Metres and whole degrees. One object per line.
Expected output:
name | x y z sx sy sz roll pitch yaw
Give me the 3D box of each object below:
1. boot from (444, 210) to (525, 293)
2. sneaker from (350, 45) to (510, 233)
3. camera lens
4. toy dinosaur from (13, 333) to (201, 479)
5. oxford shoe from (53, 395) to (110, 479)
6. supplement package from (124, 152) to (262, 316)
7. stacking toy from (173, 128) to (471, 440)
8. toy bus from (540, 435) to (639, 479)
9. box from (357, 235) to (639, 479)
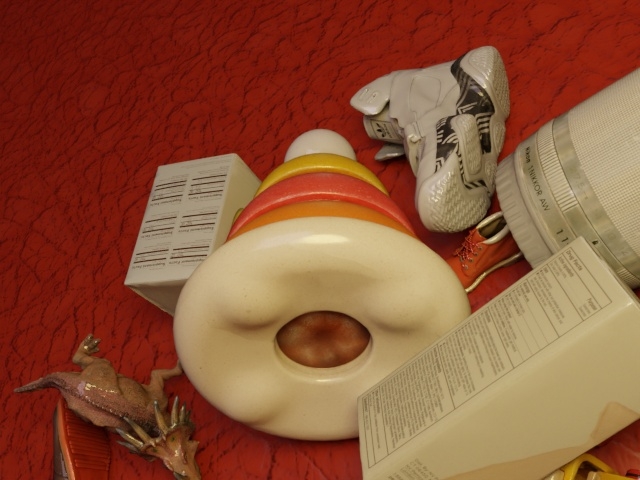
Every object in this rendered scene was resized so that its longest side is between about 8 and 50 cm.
boot | 0.202 0.018 0.951 0.158 0.084 0.059 -34 52 8
sneaker | 0.144 -0.140 1.025 0.210 0.137 0.365 -5 42 30
camera lens | 0.367 -0.073 0.790 0.274 0.219 0.219 -32 47 35
toy dinosaur | -0.287 0.233 1.002 0.200 0.296 0.127 -121 51 -77
oxford shoe | -0.372 0.357 1.053 0.098 0.097 0.271 -36 50 12
supplement package | -0.159 0.012 1.082 0.149 0.194 0.203 -6 59 27
stacking toy | 0.000 0.000 0.990 0.351 0.350 0.479 -23 34 15
toy bus | 0.255 0.264 0.724 0.202 0.104 0.191 -44 30 19
box | 0.193 0.153 0.726 0.311 0.121 0.148 -39 19 18
